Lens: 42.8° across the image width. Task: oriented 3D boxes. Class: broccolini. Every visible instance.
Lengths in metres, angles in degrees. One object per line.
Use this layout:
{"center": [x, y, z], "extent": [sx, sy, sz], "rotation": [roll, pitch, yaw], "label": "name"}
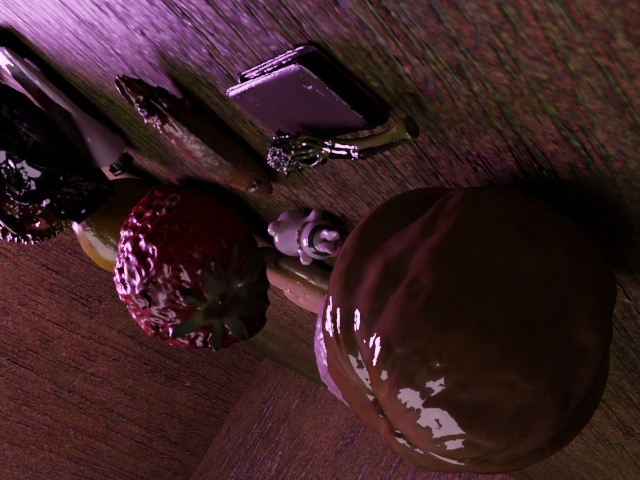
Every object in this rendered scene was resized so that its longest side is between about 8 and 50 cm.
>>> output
{"center": [0.015, -0.094, 0.792], "extent": [0.239, 0.051, 0.054], "rotation": [1, 102, 61], "label": "broccolini"}

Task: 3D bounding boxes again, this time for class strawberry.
{"center": [-0.261, 0.045, 1.512], "extent": [0.310, 0.291, 0.292], "rotation": [16, 160, 35], "label": "strawberry"}

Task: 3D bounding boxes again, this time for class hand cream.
{"center": [-0.455, -0.234, 1.417], "extent": [0.121, 0.076, 0.336], "rotation": [20, 159, 47], "label": "hand cream"}

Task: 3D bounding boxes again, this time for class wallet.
{"center": [-0.020, -0.144, 0.841], "extent": [0.110, 0.031, 0.198], "rotation": [38, 165, -23], "label": "wallet"}

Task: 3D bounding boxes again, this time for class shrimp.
{"center": [-0.178, -0.144, 1.137], "extent": [0.154, 0.062, 0.294], "rotation": [27, 168, 45], "label": "shrimp"}

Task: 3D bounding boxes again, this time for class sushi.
{"center": [-0.546, -0.128, 1.483], "extent": [0.215, 0.212, 0.227], "rotation": [54, -176, 11], "label": "sushi"}

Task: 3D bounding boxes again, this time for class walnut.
{"center": [0.139, 0.081, 0.786], "extent": [0.285, 0.285, 0.296], "rotation": [31, 154, 3], "label": "walnut"}

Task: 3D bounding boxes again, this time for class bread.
{"center": [0.002, 0.103, 1.625], "extent": [0.316, 0.054, 0.316], "rotation": [29, 166, 8], "label": "bread"}

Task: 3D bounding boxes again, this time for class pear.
{"center": [-0.398, -0.026, 1.728], "extent": [0.269, 0.212, 0.212], "rotation": [31, 170, -41], "label": "pear"}

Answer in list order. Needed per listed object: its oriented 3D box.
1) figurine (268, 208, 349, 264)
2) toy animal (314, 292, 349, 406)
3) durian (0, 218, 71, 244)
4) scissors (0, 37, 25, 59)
{"center": [0.002, -0.010, 1.229], "extent": [0.098, 0.081, 0.146], "rotation": [-15, -163, -41], "label": "figurine"}
{"center": [0.090, 0.131, 1.151], "extent": [0.188, 0.226, 0.358], "rotation": [37, 166, -18], "label": "toy animal"}
{"center": [-0.624, -0.124, 1.723], "extent": [0.258, 0.293, 0.258], "rotation": [38, 148, 30], "label": "durian"}
{"center": [-0.586, -0.363, 1.352], "extent": [0.220, 0.017, 0.088], "rotation": [33, 164, -6], "label": "scissors"}
